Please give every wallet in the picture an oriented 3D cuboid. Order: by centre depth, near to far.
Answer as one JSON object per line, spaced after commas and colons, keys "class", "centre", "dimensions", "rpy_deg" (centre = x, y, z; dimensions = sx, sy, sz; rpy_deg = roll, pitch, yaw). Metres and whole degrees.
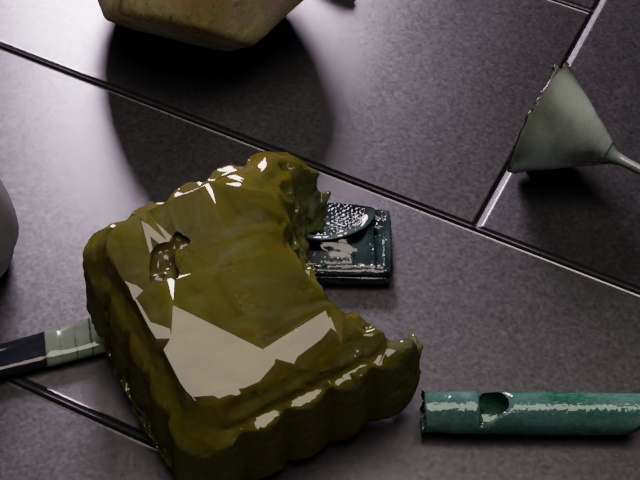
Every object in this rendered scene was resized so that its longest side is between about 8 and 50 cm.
{"class": "wallet", "centre": [0.000, 0.000, 1.305], "dimensions": [0.129, 0.026, 0.088], "rpy_deg": [1, 51, -2]}

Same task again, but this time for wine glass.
{"class": "wine glass", "centre": [0.276, -0.073, 1.324], "dimensions": [0.183, 0.122, 0.122], "rpy_deg": [29, 55, 18]}

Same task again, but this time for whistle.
{"class": "whistle", "centre": [0.176, 0.142, 1.191], "dimensions": [0.186, 0.039, 0.039], "rpy_deg": [1, 51, -2]}

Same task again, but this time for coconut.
{"class": "coconut", "centre": [-0.115, -0.319, 1.435], "dimensions": [0.259, 0.259, 0.259], "rpy_deg": [1, 51, -1]}

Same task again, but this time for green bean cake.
{"class": "green bean cake", "centre": [-0.055, 0.059, 1.176], "dimensions": [0.233, 0.124, 0.236], "rpy_deg": [-24, 62, -18]}

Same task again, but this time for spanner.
{"class": "spanner", "centre": [-0.230, 0.086, 1.231], "dimensions": [0.316, 0.024, 0.087], "rpy_deg": [-16, 50, -15]}

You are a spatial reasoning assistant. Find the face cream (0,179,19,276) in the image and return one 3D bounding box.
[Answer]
{"class": "face cream", "centre": [-0.323, -0.016, 1.255], "dimensions": [0.117, 0.104, 0.117], "rpy_deg": [1, 50, -2]}
